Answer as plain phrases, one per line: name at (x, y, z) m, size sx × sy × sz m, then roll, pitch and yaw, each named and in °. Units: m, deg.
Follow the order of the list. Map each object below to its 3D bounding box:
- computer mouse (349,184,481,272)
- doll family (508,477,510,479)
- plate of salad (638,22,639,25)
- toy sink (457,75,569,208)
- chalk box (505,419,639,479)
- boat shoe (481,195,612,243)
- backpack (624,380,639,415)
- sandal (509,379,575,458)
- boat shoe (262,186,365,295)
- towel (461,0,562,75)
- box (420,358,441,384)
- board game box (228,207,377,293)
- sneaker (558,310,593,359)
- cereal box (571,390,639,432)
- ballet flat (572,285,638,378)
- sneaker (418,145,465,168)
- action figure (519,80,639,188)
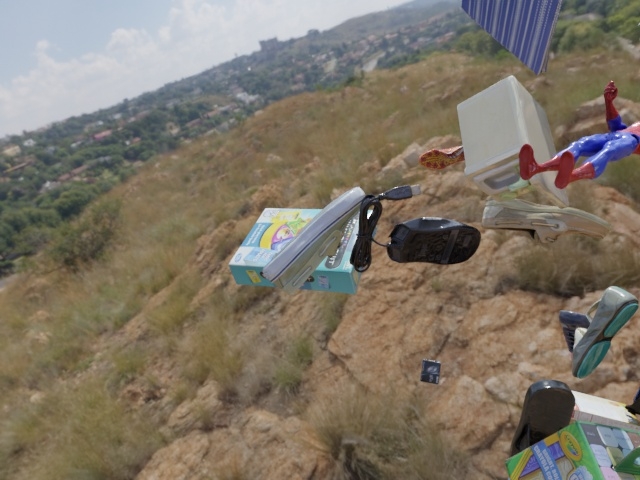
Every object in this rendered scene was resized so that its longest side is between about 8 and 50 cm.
computer mouse at (0.183, -0.033, 0.877) m, size 0.263 × 0.183 × 0.060 m, roll -4°, pitch 36°, yaw -9°
doll family at (0.468, 0.697, 1.061) m, size 0.263 × 0.163 × 0.118 m, roll -50°, pitch 11°, yaw -6°
plate of salad at (0.699, -0.489, 0.871) m, size 0.200 × 0.048 × 0.200 m, roll -43°, pitch -8°, yaw -7°
toy sink at (0.367, -0.165, 0.899) m, size 0.131 × 0.153 × 0.233 m, roll -24°, pitch 57°, yaw 41°
chalk box at (0.544, 0.479, 0.899) m, size 0.181 × 0.288 × 0.179 m, roll 15°, pitch 43°, yaw -16°
boat shoe at (0.645, -0.043, 1.335) m, size 0.342 × 0.110 × 0.122 m, roll 13°, pitch -4°, yaw 15°
backpack at (1.229, 0.514, 1.555) m, size 0.213 × 0.263 × 0.277 m, roll -31°, pitch 37°, yaw -35°
sandal at (0.669, 0.619, 1.387) m, size 0.168 × 0.444 × 0.107 m, roll -4°, pitch 26°, yaw 9°
boat shoe at (0.000, 0.000, 1.074) m, size 0.302 × 0.094 × 0.109 m, roll -43°, pitch 8°, yaw -5°
towel at (0.447, -0.580, 1.100) m, size 0.040 × 0.243 × 0.335 m, roll -28°, pitch 60°, yaw -1°
box at (0.409, 0.487, 1.711) m, size 0.067 × 0.083 × 0.018 m, roll 8°, pitch 6°, yaw 13°
board game box at (-0.041, 0.016, 1.254) m, size 0.337 × 0.079 × 0.253 m, roll 2°, pitch 41°, yaw 21°
sneaker at (0.857, 0.331, 1.512) m, size 0.112 × 0.319 × 0.130 m, roll 10°, pitch 70°, yaw 49°
cereal box at (1.024, 0.631, 1.709) m, size 0.241 × 0.047 × 0.173 m, roll 11°, pitch 11°, yaw 14°
ballet flat at (0.568, 0.187, 0.949) m, size 0.072 × 0.213 × 0.068 m, roll 4°, pitch 29°, yaw -26°
sneaker at (0.379, -0.252, 1.419) m, size 0.175 × 0.064 × 0.067 m, roll -10°, pitch 4°, yaw -16°
action figure at (0.403, -0.163, 0.620) m, size 0.281 × 0.138 × 0.091 m, roll -14°, pitch 27°, yaw -25°
